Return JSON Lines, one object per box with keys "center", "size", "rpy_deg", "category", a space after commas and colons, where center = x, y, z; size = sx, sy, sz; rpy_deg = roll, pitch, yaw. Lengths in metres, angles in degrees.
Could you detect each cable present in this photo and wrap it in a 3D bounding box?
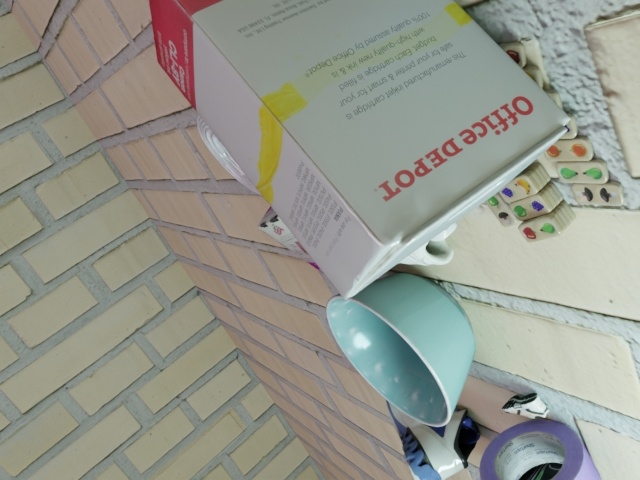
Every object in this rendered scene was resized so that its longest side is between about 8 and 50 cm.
{"center": [-0.150, -0.196, 1.127], "size": [0.257, 0.089, 0.257], "rpy_deg": [38, 166, 20], "category": "cable"}

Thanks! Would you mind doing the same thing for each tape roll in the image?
{"center": [0.387, 0.416, 0.954], "size": [0.080, 0.189, 0.189], "rpy_deg": [58, 156, -13], "category": "tape roll"}

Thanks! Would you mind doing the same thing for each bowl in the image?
{"center": [0.174, 0.184, 1.042], "size": [0.311, 0.163, 0.311], "rpy_deg": [41, 155, 24], "category": "bowl"}

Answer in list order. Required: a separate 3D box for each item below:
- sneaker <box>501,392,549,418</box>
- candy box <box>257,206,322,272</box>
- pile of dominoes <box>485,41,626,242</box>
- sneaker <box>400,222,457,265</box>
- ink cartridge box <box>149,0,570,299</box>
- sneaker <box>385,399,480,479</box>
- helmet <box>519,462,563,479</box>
{"center": [0.382, 0.317, 1.008], "size": [0.043, 0.040, 0.109], "rpy_deg": [48, 157, 5], "category": "sneaker"}
{"center": [0.000, 0.000, 1.121], "size": [0.233, 0.071, 0.159], "rpy_deg": [35, 161, -16], "category": "candy box"}
{"center": [0.227, -0.113, 0.670], "size": [0.251, 0.040, 0.196], "rpy_deg": [53, 157, -5], "category": "pile of dominoes"}
{"center": [0.136, -0.080, 0.835], "size": [0.152, 0.114, 0.305], "rpy_deg": [12, 141, 36], "category": "sneaker"}
{"center": [0.031, -0.170, 0.610], "size": [0.384, 0.279, 0.160], "rpy_deg": [52, 156, 12], "category": "ink cartridge box"}
{"center": [0.278, 0.453, 1.297], "size": [0.315, 0.182, 0.127], "rpy_deg": [-109, -6, -65], "category": "sneaker"}
{"center": [0.446, 0.512, 1.018], "size": [0.169, 0.162, 0.169], "rpy_deg": [41, 154, 24], "category": "helmet"}
